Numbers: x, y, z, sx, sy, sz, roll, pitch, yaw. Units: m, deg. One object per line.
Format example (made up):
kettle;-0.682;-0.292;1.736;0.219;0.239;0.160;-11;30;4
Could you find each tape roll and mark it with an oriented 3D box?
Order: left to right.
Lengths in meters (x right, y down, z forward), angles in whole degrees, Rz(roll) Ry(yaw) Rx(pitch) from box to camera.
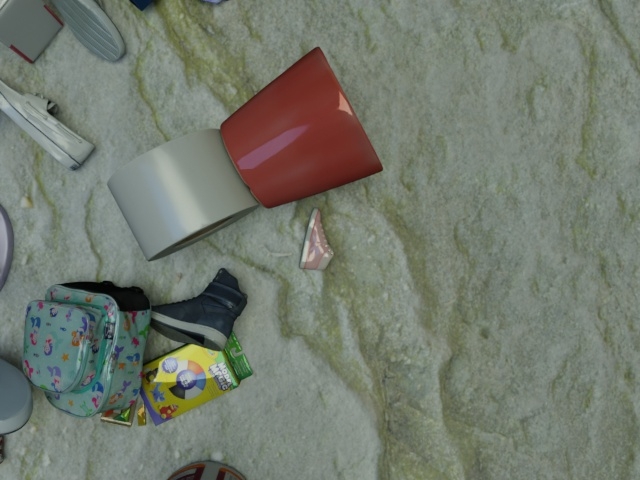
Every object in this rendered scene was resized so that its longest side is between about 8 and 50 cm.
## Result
tape roll;-0.264;-0.087;1.182;0.246;0.246;0.169;-28;92;-2

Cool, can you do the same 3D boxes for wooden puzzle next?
wooden puzzle;-0.428;0.357;1.290;0.117;0.014;0.078;6;90;-2

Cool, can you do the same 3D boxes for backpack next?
backpack;-0.458;0.218;1.194;0.225;0.191;0.253;6;96;30

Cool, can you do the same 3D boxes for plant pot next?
plant pot;-0.045;-0.202;1.193;0.243;0.275;0.274;-27;91;8

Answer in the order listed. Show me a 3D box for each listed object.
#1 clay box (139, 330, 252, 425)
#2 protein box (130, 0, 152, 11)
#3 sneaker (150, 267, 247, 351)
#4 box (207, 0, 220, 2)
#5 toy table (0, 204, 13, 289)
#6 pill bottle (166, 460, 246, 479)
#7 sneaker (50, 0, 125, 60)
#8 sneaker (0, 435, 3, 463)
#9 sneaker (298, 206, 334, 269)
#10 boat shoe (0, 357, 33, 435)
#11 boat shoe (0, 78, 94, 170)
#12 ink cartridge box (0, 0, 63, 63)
clay box;-0.268;0.281;1.277;0.222;0.053;0.127;-26;91;-1
protein box;-0.361;-0.608;1.185;0.136;0.200;0.201;44;88;14
sneaker;-0.258;0.130;1.265;0.226;0.086;0.163;10;58;26
box;-0.227;-0.572;1.291;0.081;0.028;0.136;12;92;-2
toy table;-0.742;0.041;1.205;0.253;0.161;0.274;6;91;-2
pill bottle;-0.237;0.580;1.109;0.224;0.392;0.223;0;90;-2
sneaker;-0.488;-0.493;1.247;0.094;0.091;0.258;-23;115;38
sneaker;-0.772;0.408;1.253;0.222;0.087;0.127;0;82;-14
sneaker;0.000;0.000;1.290;0.070;0.051;0.134;11;93;-4
boat shoe;-0.683;0.311;1.172;0.367;0.136;0.156;18;117;27
boat shoe;-0.580;-0.259;1.252;0.258;0.095;0.084;45;84;-12
ink cartridge box;-0.680;-0.503;1.182;0.283;0.207;0.117;37;87;-1
